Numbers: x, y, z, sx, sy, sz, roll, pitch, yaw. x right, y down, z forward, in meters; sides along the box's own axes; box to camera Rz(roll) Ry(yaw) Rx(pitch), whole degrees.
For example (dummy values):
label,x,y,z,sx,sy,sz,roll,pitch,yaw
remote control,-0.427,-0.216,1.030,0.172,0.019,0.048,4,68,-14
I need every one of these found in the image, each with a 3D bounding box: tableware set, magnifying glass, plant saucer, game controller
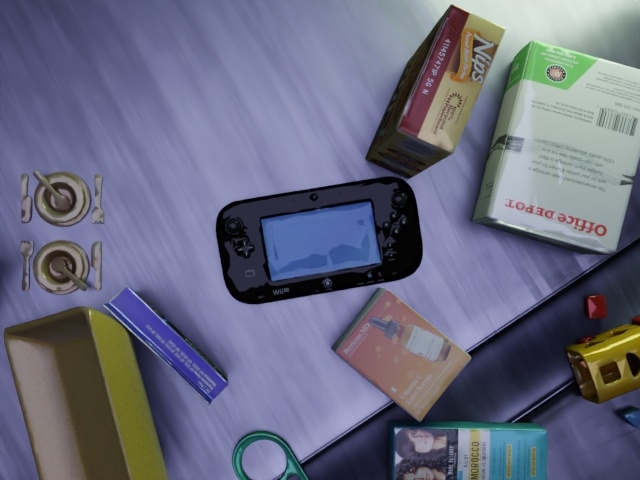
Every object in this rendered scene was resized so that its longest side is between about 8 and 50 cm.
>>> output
label,x,y,z,sx,sy,sz,roll,pitch,yaw
tableware set,-0.406,-0.012,1.368,0.128,0.039,0.194,0,88,-4
magnifying glass,-0.035,0.384,1.385,0.231,0.026,0.092,33,86,-3
plant saucer,-0.328,0.263,1.261,0.081,0.333,0.332,-14,89,-40
game controller,0.000,0.000,1.381,0.319,0.067,0.166,-10,88,-3

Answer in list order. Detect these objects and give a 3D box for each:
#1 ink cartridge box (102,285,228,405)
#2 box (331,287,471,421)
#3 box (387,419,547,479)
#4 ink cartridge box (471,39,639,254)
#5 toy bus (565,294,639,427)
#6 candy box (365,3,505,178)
label,x,y,z,sx,sy,sz,roll,pitch,yaw
ink cartridge box,-0.222,0.151,1.289,0.206,0.208,0.045,44,82,-2
box,0.123,0.175,1.370,0.170,0.091,0.130,39,86,-2
box,0.230,0.340,1.386,0.244,0.060,0.100,1,88,-4
ink cartridge box,0.380,-0.139,1.383,0.211,0.121,0.289,16,87,-3
toy bus,0.497,0.184,1.388,0.191,0.104,0.202,24,87,-3
candy box,0.156,-0.202,1.273,0.088,0.316,0.183,24,86,-4
